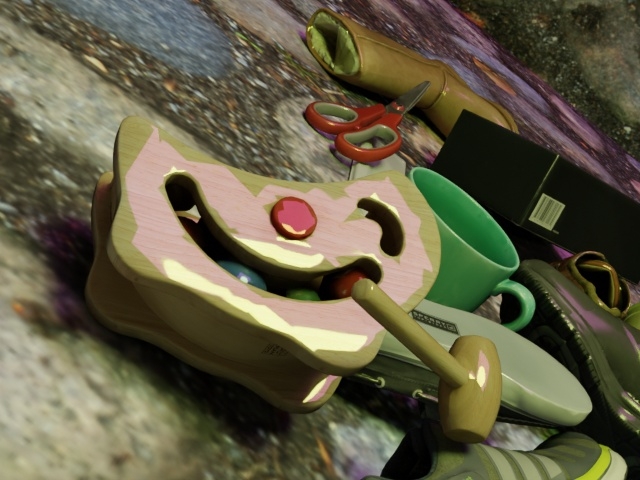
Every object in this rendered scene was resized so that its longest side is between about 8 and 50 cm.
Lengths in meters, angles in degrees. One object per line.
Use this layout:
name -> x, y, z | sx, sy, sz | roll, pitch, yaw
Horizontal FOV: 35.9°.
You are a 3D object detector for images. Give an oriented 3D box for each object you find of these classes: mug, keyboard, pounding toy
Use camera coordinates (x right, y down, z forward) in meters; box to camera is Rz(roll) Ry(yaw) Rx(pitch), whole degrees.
mug -> 0.104, 0.021, 0.887 | 0.129, 0.097, 0.157 | 23, 29, -38
keyboard -> 0.064, -0.064, 1.097 | 0.072, 0.014, 0.256 | 42, 22, -12
pounding toy -> 0.000, 0.000, 0.587 | 0.270, 0.155, 0.154 | 26, 53, -9

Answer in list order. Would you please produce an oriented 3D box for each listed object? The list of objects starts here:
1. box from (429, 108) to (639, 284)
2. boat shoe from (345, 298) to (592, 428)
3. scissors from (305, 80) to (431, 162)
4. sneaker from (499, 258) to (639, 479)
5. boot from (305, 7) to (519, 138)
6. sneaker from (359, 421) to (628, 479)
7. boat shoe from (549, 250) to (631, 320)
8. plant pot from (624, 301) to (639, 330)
box -> 0.297, -0.055, 1.274 | 0.261, 0.103, 0.184 | 22, 8, -39
boat shoe -> 0.086, 0.098, 0.721 | 0.229, 0.076, 0.080 | 21, 28, -18
scissors -> 0.093, -0.148, 1.194 | 0.109, 0.021, 0.297 | 37, 32, 24
sneaker -> 0.279, 0.129, 0.908 | 0.130, 0.109, 0.286 | -31, 78, -32
boot -> 0.129, -0.206, 1.376 | 0.270, 0.089, 0.236 | 12, 29, -48
sneaker -> 0.108, 0.162, 0.629 | 0.121, 0.111, 0.300 | 40, 16, 20
boat shoe -> 0.297, 0.070, 1.096 | 0.111, 0.104, 0.307 | 41, 21, 3
plant pot -> 0.395, 0.126, 1.202 | 0.083, 0.083, 0.079 | 46, 35, 11
